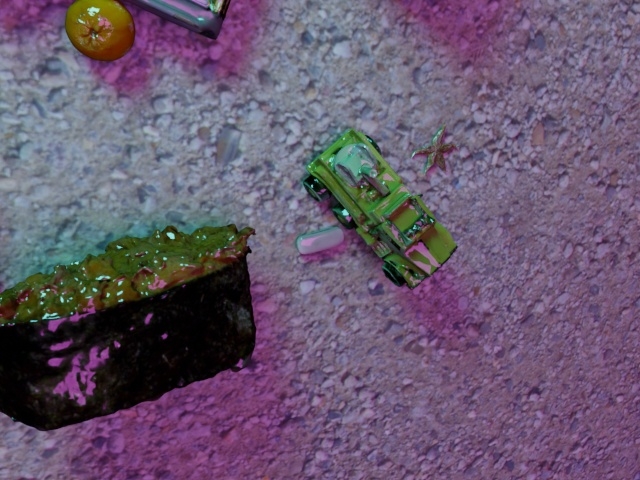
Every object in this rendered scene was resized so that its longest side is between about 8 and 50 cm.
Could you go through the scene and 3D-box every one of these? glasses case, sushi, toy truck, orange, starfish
[{"bbox_3d":[0.000,0.000,0.932,0.083,0.021,0.032,-16,114,-19],"label":"glasses case"},{"bbox_3d":[-0.255,0.094,0.736,0.348,0.234,0.207,-16,110,-44],"label":"sushi"},{"bbox_3d":[0.101,-0.046,0.868,0.128,0.135,0.259,-41,98,-9],"label":"toy truck"},{"bbox_3d":[-0.272,-0.262,0.698,0.083,0.070,0.083,-7,129,-8],"label":"orange"},{"bbox_3d":[0.199,-0.157,0.977,0.092,0.016,0.086,-8,107,-19],"label":"starfish"}]

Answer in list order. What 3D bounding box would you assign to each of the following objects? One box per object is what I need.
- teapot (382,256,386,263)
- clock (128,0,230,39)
[{"bbox_3d":[0.137,0.000,0.976,0.088,0.066,0.057,-36,101,-35],"label":"teapot"},{"bbox_3d":[-0.208,-0.381,0.687,0.253,0.083,0.186,18,98,-27],"label":"clock"}]
